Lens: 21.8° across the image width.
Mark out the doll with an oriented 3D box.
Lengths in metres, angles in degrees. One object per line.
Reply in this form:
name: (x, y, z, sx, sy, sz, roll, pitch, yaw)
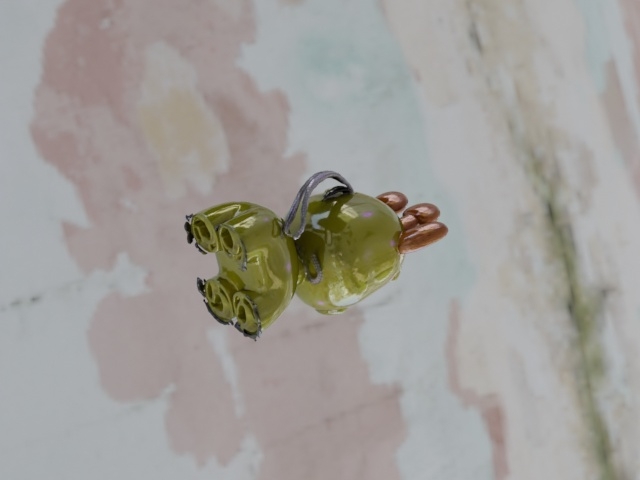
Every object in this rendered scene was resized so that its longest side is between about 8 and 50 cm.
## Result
doll: (0.000, 0.000, 1.419, 0.221, 0.143, 0.135, -21, -66, -30)
